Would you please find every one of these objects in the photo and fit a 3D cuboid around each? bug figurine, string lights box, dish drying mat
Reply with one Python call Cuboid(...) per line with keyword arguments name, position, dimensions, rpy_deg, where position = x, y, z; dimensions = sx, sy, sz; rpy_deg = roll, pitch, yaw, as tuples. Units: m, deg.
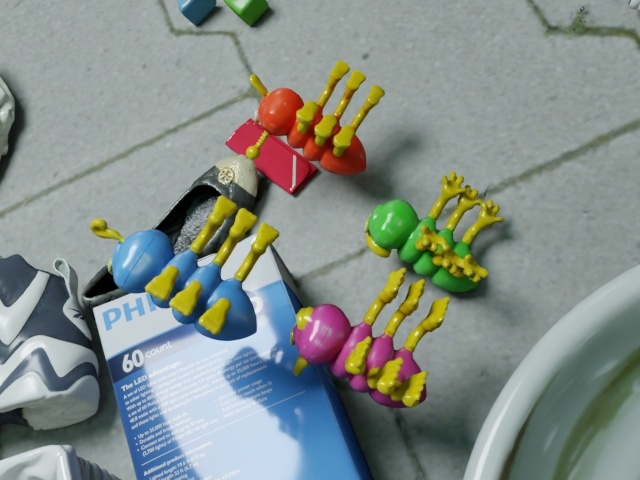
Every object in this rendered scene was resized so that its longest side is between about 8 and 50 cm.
Cuboid(name="bug figurine", position=(0.000, 0.000, 0.532), dimensions=(0.216, 0.072, 0.279), rpy_deg=(35, 41, 0))
Cuboid(name="string lights box", position=(-0.045, 0.136, 0.537), dimensions=(0.133, 0.076, 0.259), rpy_deg=(-25, 60, 3))
Cuboid(name="dish drying mat", position=(-0.041, -0.069, 0.678), dimensions=(0.083, 0.008, 0.032), rpy_deg=(39, 81, 28))

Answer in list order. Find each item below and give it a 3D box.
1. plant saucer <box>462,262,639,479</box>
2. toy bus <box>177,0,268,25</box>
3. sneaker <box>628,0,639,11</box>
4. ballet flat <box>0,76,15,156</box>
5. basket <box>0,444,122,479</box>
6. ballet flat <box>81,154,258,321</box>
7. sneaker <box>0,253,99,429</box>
Cuboid(name="plant saucer", position=(0.267, 0.185, 0.409), dimensions=(0.401, 0.100, 0.400), rpy_deg=(-6, 63, 13))
Cuboid(name="toy bus", position=(-0.077, -0.309, 0.723), dimensions=(0.202, 0.104, 0.191), rpy_deg=(-34, 71, 10))
Cuboid(name="sneaker", position=(0.288, -0.201, 0.635), dimensions=(0.109, 0.040, 0.043), rpy_deg=(-41, 77, -2))
Cuboid(name="ballet flat", position=(-0.398, -0.011, 0.680), dimensions=(0.147, 0.147, 0.408), rpy_deg=(23, 73, 25))
Cuboid(name="basket", position=(-0.205, 0.215, 0.530), dimensions=(0.167, 0.103, 0.113), rpy_deg=(-22, 61, 6))
Cuboid(name="ballet flat", position=(-0.109, 0.000, 0.639), dimensions=(0.057, 0.049, 0.173), rpy_deg=(35, 78, 27))
Cuboid(name="sneaker", position=(-0.284, 0.073, 0.630), dimensions=(0.235, 0.094, 0.153), rpy_deg=(-14, 60, 9))
